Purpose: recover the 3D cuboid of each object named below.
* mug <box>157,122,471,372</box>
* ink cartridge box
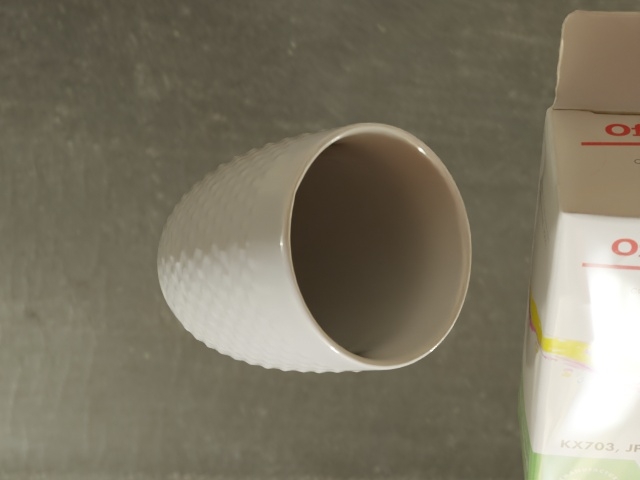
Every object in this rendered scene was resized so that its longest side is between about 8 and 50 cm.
[{"bbox_3d":[0.000,0.000,1.969,0.374,0.328,0.276,-30,104,-37],"label":"mug"},{"bbox_3d":[0.243,0.029,1.081,0.207,0.119,0.353,1,130,3],"label":"ink cartridge box"}]
